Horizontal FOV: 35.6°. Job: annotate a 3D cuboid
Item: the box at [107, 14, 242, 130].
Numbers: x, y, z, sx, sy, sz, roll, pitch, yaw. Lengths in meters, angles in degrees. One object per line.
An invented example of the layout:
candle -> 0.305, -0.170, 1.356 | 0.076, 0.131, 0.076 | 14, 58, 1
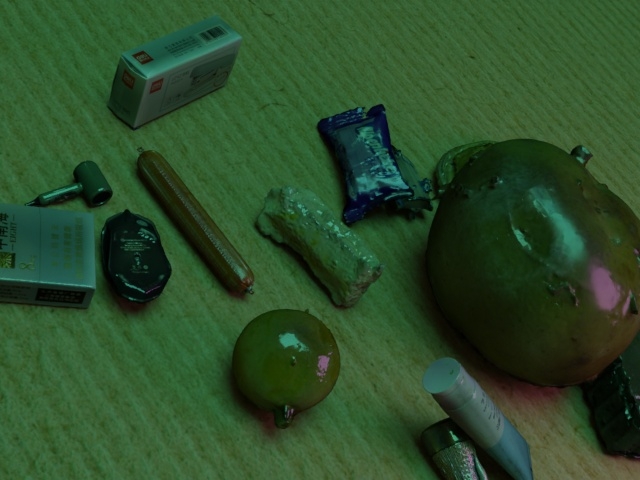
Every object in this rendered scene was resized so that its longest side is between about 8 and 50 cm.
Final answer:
box -> -0.277, -0.323, 1.904 | 0.079, 0.135, 0.269 | 42, 46, 14

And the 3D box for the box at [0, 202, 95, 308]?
box -> -0.480, 0.019, 1.564 | 0.243, 0.067, 0.155 | 6, 50, -23

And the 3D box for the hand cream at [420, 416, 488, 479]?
hand cream -> 0.236, 0.391, 1.624 | 0.084, 0.084, 0.203 | -7, 64, -31

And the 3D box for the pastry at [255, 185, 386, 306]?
pastry -> -0.002, 0.006, 1.796 | 0.258, 0.121, 0.089 | 43, 21, 19

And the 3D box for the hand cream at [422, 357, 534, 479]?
hand cream -> 0.274, 0.304, 1.640 | 0.312, 0.070, 0.111 | 49, 27, -32

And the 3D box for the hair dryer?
hair dryer -> -0.436, -0.080, 1.696 | 0.150, 0.047, 0.071 | -23, 64, -27

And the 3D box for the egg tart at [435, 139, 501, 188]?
egg tart -> 0.385, -0.114, 2.086 | 0.291, 0.107, 0.290 | 13, 49, -16

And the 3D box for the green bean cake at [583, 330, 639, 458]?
green bean cake -> 0.620, 0.279, 1.868 | 0.241, 0.132, 0.255 | 4, 48, -20

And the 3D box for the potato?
potato -> 0.400, 0.009, 1.762 | 0.385, 0.319, 0.442 | -29, 65, -9

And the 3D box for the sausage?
sausage -> -0.222, -0.036, 1.750 | 0.053, 0.053, 0.347 | -25, 68, -39

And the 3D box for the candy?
candy -> 0.088, -0.159, 1.976 | 0.145, 0.070, 0.275 | -16, 54, 1

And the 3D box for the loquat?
loquat -> -0.055, 0.200, 1.578 | 0.172, 0.149, 0.204 | 13, 60, -23

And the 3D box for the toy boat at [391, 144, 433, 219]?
toy boat -> 0.165, -0.134, 2.026 | 0.084, 0.066, 0.210 | -1, 45, -23

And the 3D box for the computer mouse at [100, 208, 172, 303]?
computer mouse -> -0.307, 0.034, 1.645 | 0.106, 0.062, 0.192 | 3, 47, -24
